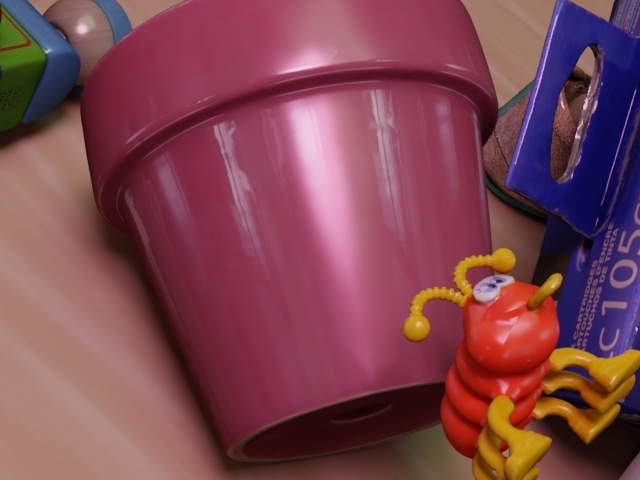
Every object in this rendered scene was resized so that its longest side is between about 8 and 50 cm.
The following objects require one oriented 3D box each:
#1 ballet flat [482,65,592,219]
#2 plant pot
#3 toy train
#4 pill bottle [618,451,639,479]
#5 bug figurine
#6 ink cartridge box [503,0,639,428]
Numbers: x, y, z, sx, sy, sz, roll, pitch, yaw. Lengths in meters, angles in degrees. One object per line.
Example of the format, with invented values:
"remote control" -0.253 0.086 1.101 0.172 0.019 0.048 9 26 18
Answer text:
"ballet flat" 0.256 -0.027 0.810 0.316 0.106 0.107 17 44 -12
"plant pot" 0.000 0.000 0.611 0.201 0.201 0.180 -4 68 -29
"toy train" -0.223 -0.156 0.702 0.248 0.105 0.143 45 36 16
"pill bottle" 0.282 0.243 0.491 0.408 0.229 0.229 32 44 4
"bug figurine" 0.001 0.128 0.468 0.072 0.216 0.279 33 43 27
"ink cartridge box" 0.276 -0.007 0.687 0.395 0.151 0.270 18 84 -9
